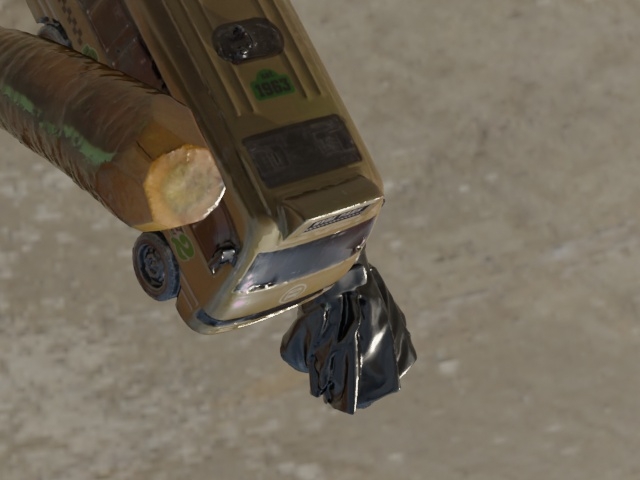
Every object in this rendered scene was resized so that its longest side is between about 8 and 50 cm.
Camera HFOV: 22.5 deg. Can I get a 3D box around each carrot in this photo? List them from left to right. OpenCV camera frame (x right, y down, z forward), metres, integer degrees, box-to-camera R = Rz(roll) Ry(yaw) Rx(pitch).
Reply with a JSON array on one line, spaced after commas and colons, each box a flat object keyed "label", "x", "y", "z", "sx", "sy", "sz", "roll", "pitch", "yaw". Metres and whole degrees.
[{"label": "carrot", "x": -0.141, "y": -0.070, "z": 0.901, "sx": 0.070, "sy": 0.260, "sz": 0.070, "roll": -15, "pitch": 117, "yaw": -32}]

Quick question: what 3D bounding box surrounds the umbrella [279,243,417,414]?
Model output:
[{"label": "umbrella", "x": 0.000, "y": 0.000, "z": 1.359, "sx": 0.118, "sy": 0.118, "sz": 0.340, "roll": -14, "pitch": 123, "yaw": 6}]

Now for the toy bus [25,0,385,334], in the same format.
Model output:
[{"label": "toy bus", "x": -0.074, "y": -0.094, "z": 1.071, "sx": 0.139, "sy": 0.289, "sz": 0.157, "roll": -17, "pitch": 165, "yaw": -36}]
